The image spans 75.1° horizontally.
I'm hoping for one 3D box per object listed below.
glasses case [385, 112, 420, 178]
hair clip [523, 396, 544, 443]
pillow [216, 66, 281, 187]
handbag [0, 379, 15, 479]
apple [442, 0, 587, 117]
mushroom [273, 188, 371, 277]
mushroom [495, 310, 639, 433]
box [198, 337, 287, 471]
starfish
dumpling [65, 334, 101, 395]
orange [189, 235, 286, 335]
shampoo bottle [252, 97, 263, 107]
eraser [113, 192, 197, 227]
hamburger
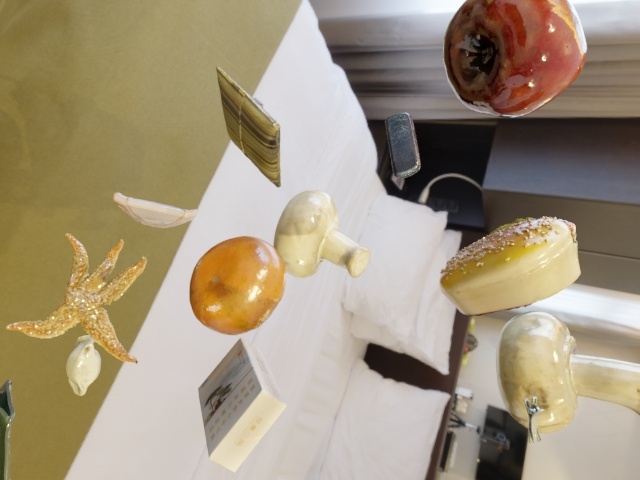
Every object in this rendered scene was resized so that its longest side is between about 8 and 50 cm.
[{"bbox_3d":[0.102,-0.116,0.510,0.023,0.033,0.084,30,51,-63],"label":"glasses case"},{"bbox_3d":[0.479,0.409,0.930,0.039,0.030,0.115,-102,179,-72],"label":"hair clip"},{"bbox_3d":[-0.157,-0.243,0.930,0.052,0.208,0.212,-37,160,-20],"label":"pillow"},{"bbox_3d":[-0.886,0.544,1.139,0.079,0.260,0.248,2,96,-37],"label":"handbag"},{"bbox_3d":[0.325,-0.326,0.708,0.234,0.233,0.234,-32,127,-56],"label":"apple"},{"bbox_3d":[-0.036,-0.003,1.411,0.356,0.314,0.315,-116,-171,-50],"label":"mushroom"},{"bbox_3d":[0.640,0.349,1.089,0.314,0.335,0.315,-2,93,-53],"label":"mushroom"},{"bbox_3d":[-0.163,0.307,0.820,0.149,0.233,0.067,-48,113,-6],"label":"box"},{"bbox_3d":[-0.558,0.130,1.052,0.084,0.301,0.294,152,-42,-70],"label":"starfish"},{"bbox_3d":[-0.766,0.395,1.327,0.099,0.133,0.170,-19,105,-51],"label":"dumpling"},{"bbox_3d":[-0.190,0.105,0.980,0.171,0.239,0.240,47,58,-51],"label":"orange"},{"bbox_3d":[-0.304,-0.498,1.724,0.063,0.208,0.057,20,44,-25],"label":"shampoo bottle"},{"bbox_3d":[-0.463,-0.069,1.173,0.204,0.243,0.059,11,78,-20],"label":"eraser"},{"bbox_3d":[0.286,0.038,0.646,0.172,0.210,0.116,-18,84,-41],"label":"hamburger"}]
